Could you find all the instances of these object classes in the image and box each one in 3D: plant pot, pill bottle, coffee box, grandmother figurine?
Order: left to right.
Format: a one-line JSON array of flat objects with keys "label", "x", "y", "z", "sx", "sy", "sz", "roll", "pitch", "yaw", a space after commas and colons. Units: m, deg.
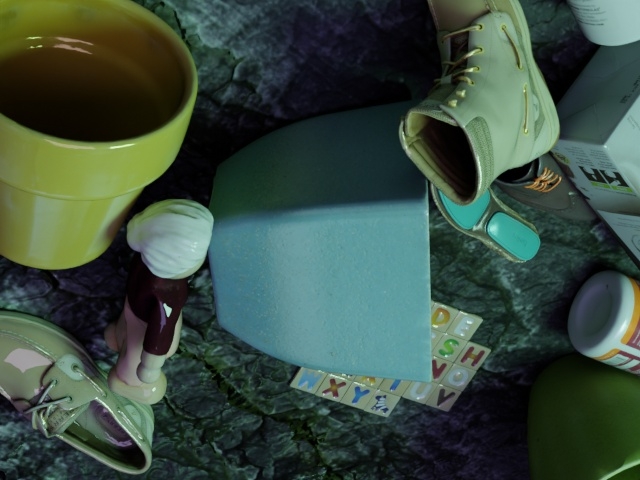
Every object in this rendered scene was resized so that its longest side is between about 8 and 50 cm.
[{"label": "plant pot", "x": -0.276, "y": -0.105, "z": 1.356, "sx": 0.254, "sy": 0.254, "sz": 0.239, "roll": 6, "pitch": 136, "yaw": -16}, {"label": "grandmother figurine", "x": -0.187, "y": 0.056, "z": 1.460, "sx": 0.104, "sy": 0.207, "sz": 0.342, "roll": -8, "pitch": 154, "yaw": -21}, {"label": "plant pot", "x": 0.000, "y": 0.000, "z": 1.480, "sx": 0.252, "sy": 0.248, "sz": 0.247, "roll": -1, "pitch": 124, "yaw": 3}, {"label": "pill bottle", "x": 0.304, "y": -0.338, "z": 1.383, "sx": 0.131, "sy": 0.131, "sz": 0.229, "roll": -30, "pitch": 123, "yaw": 8}, {"label": "plant pot", "x": 0.389, "y": 0.293, "z": 1.709, "sx": 0.275, "sy": 0.293, "sz": 0.274, "roll": -6, "pitch": 123, "yaw": -9}, {"label": "pill bottle", "x": 0.455, "y": 0.129, "z": 1.721, "sx": 0.221, "sy": 0.121, "sz": 0.121, "roll": 21, "pitch": 116, "yaw": -24}, {"label": "coffee box", "x": 0.415, "y": -0.086, "z": 1.541, "sx": 0.168, "sy": 0.119, "sz": 0.297, "roll": -52, "pitch": 122, "yaw": -14}]

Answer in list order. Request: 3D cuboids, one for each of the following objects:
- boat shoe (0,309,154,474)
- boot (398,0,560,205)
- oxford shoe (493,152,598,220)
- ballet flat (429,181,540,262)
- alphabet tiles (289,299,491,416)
[{"label": "boat shoe", "x": -0.328, "y": 0.196, "z": 1.611, "sx": 0.109, "sy": 0.098, "sz": 0.302, "roll": -40, "pitch": 122, "yaw": 14}, {"label": "boot", "x": 0.147, "y": -0.182, "z": 1.374, "sx": 0.095, "sy": 0.203, "sz": 0.262, "roll": -16, "pitch": 102, "yaw": 41}, {"label": "oxford shoe", "x": 0.255, "y": -0.082, "z": 1.556, "sx": 0.271, "sy": 0.098, "sz": 0.097, "roll": 27, "pitch": 113, "yaw": -26}, {"label": "ballet flat", "x": 0.191, "y": -0.037, "z": 1.588, "sx": 0.206, "sy": 0.067, "sz": 0.073, "roll": 40, "pitch": 84, "yaw": -33}, {"label": "alphabet tiles", "x": 0.106, "y": 0.158, "z": 1.734, "sx": 0.237, "sy": 0.009, "sz": 0.198, "roll": 21, "pitch": 116, "yaw": -23}]
